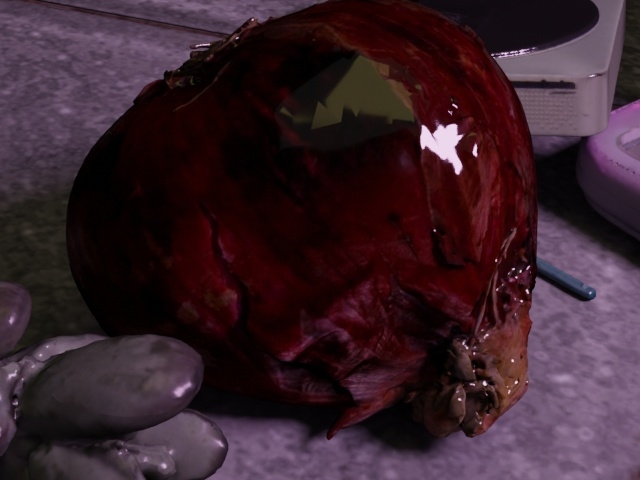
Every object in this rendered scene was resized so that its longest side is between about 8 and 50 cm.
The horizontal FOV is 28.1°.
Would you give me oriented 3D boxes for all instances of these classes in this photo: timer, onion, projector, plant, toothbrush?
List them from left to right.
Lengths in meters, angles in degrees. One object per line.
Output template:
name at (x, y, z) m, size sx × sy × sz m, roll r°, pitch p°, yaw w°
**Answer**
plant at (-0.182, 0.075, 0.628) m, size 0.275 × 0.146 × 0.149 m, roll 18°, pitch 34°, yaw 19°
onion at (-0.010, -0.018, 0.733) m, size 0.281 × 0.280 × 0.221 m, roll 0°, pitch -8°, yaw -7°
projector at (0.105, -0.144, 1.013) m, size 0.257 × 0.079 × 0.259 m, roll 4°, pitch 27°, yaw 16°
toothbrush at (0.122, -0.002, 0.887) m, size 0.011 × 0.014 × 0.167 m, roll -19°, pitch 40°, yaw -43°
timer at (0.300, -0.045, 0.920) m, size 0.208 × 0.069 × 0.191 m, roll -23°, pitch 43°, yaw -31°
